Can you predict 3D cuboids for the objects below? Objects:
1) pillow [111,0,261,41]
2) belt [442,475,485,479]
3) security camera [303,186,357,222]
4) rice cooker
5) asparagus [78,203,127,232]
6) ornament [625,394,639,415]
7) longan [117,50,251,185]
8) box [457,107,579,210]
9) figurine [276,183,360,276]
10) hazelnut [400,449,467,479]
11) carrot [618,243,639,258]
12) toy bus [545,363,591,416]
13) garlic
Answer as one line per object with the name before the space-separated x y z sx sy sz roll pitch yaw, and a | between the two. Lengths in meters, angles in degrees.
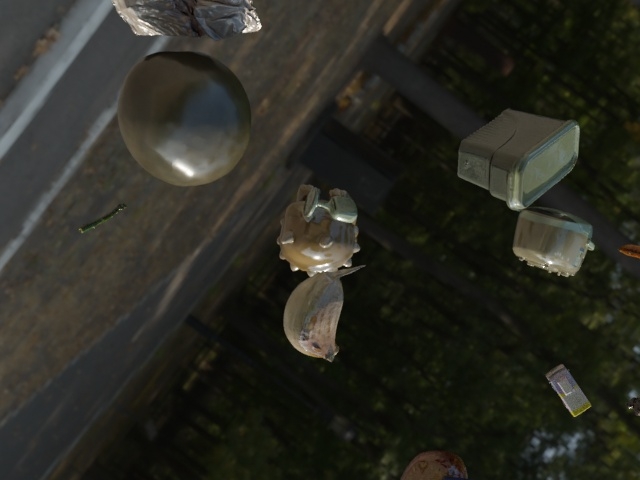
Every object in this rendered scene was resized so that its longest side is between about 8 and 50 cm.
pillow | -0.233 -0.392 1.819 0.135 0.248 0.049 64 33 -61
belt | 0.256 0.548 1.847 0.347 0.117 0.212 89 7 -46
security camera | 0.021 -0.057 1.882 0.058 0.092 0.058 -162 -90 -71
rice cooker | 0.461 -0.001 2.117 0.206 0.145 0.127 26 84 -59
asparagus | -0.400 -0.045 1.981 0.016 0.016 0.163 -4 -162 23
ornament | 0.725 0.390 2.230 0.196 0.153 0.166 -124 -131 -61
longan | -0.232 -0.216 1.810 0.248 0.248 0.248 -53 -179 1
box | 0.431 -0.186 2.344 0.274 0.178 0.138 -33 132 -40
figurine | -0.004 -0.002 2.252 0.247 0.177 0.173 113 -7 -70
hazelnut | 0.235 0.508 2.232 0.154 0.143 0.143 -46 -177 16
carrot | 0.674 0.032 2.082 0.037 0.190 0.037 -27 124 -50
toy bus | 0.528 0.320 2.270 0.052 0.102 0.058 -34 -177 4
garlic | 0.001 0.128 2.032 0.090 0.128 0.198 -141 -117 -64
